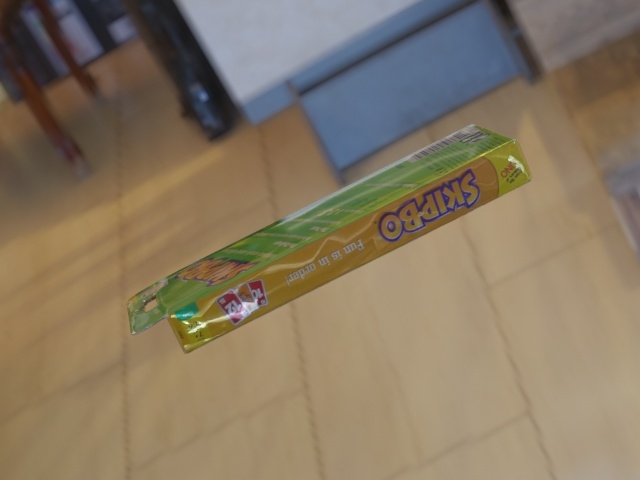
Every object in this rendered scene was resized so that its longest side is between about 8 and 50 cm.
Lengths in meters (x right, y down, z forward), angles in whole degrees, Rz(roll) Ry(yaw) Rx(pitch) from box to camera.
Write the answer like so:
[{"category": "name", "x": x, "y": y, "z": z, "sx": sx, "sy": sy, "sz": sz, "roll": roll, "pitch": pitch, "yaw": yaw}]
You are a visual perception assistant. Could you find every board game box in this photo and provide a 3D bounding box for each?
[{"category": "board game box", "x": 0.000, "y": 0.000, "z": 1.183, "sx": 0.259, "sy": 0.039, "sz": 0.124, "roll": -24, "pitch": 10, "yaw": -3}]
